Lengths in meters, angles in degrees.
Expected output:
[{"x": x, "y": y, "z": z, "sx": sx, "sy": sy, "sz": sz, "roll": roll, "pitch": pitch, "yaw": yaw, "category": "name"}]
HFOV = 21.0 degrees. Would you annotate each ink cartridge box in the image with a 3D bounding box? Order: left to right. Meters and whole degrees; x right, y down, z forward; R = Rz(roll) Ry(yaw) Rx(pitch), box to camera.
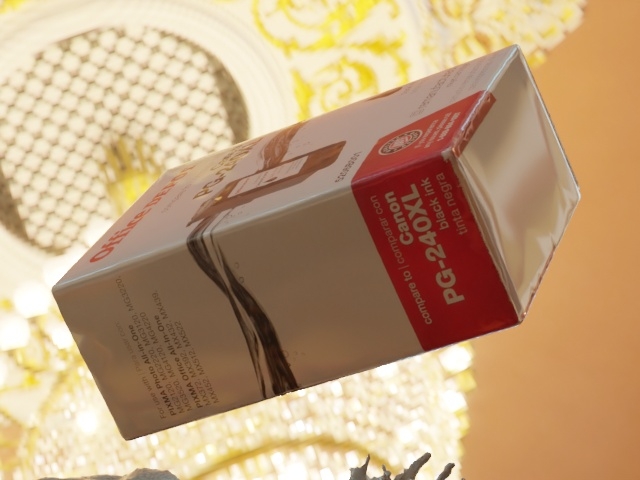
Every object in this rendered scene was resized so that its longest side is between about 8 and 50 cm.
[{"x": 0.000, "y": 0.000, "z": 0.582, "sx": 0.150, "sy": 0.109, "sz": 0.063, "roll": -18, "pitch": -73, "yaw": 25, "category": "ink cartridge box"}]

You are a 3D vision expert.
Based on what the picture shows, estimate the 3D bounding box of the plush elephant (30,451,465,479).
[{"x": -0.099, "y": 0.224, "z": 0.782, "sx": 0.255, "sy": 0.272, "sz": 0.330, "roll": 16, "pitch": -87, "yaw": 17, "category": "plush elephant"}]
